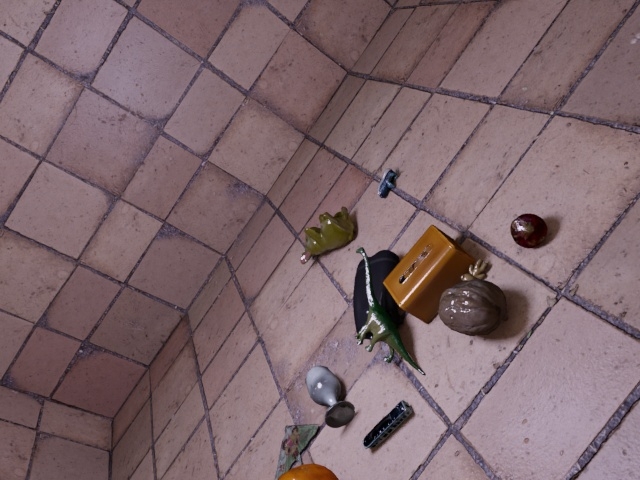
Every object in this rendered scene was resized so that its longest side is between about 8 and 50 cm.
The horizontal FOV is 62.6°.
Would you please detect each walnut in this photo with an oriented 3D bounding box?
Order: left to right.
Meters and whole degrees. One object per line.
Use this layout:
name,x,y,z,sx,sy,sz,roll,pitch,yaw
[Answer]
walnut,0.449,0.199,1.580,0.230,0.178,0.178,-14,50,59

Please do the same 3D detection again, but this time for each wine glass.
wine glass,0.029,0.567,1.937,0.126,0.126,0.241,-54,29,8

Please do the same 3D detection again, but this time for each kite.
kite,-0.101,0.806,2.029,0.323,0.013,0.268,-57,26,7

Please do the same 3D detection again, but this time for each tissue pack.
tissue pack,0.373,0.113,1.811,0.274,0.145,0.194,-53,30,12

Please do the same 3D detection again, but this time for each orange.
orange,-0.044,0.853,1.655,0.284,0.226,0.283,-40,28,27

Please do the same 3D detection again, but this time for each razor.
razor,0.216,0.201,2.009,0.204,0.113,0.349,-31,38,35

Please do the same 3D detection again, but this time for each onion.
onion,0.630,-0.031,1.593,0.107,0.097,0.107,10,106,39

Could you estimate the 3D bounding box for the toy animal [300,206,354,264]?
toy animal,-0.004,-0.019,2.514,0.363,0.180,0.181,-28,4,37

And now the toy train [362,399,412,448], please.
toy train,0.210,0.596,1.690,0.207,0.047,0.043,-50,28,18

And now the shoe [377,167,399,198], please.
shoe,0.307,-0.256,2.385,0.071,0.064,0.142,21,85,44

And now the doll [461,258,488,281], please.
doll,0.500,0.107,1.700,0.061,0.051,0.093,40,114,23

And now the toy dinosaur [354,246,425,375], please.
toy dinosaur,0.234,0.246,1.823,0.447,0.087,0.300,31,92,32
